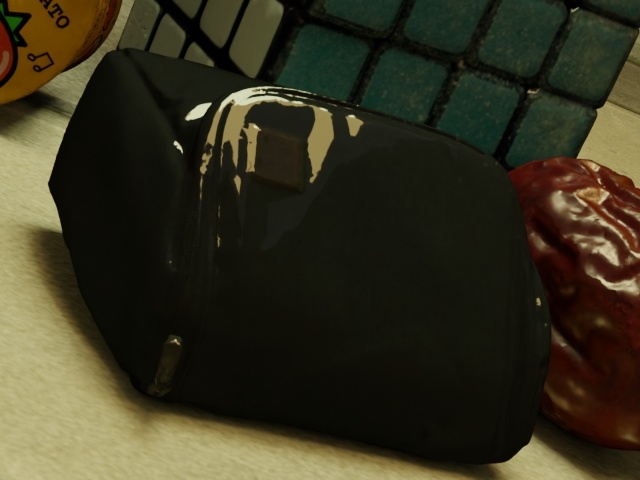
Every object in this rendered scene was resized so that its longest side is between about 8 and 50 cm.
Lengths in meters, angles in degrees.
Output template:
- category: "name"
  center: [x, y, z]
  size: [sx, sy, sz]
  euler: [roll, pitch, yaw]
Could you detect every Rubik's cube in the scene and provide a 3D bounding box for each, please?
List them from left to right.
- category: "Rubik's cube"
  center: [0.056, -0.219, 1.506]
  size: [0.344, 0.337, 0.344]
  euler: [13, 20, -30]

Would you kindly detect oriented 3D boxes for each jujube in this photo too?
- category: "jujube"
  center: [0.196, 0.042, 1.180]
  size: [0.174, 0.174, 0.250]
  euler: [14, 25, -32]

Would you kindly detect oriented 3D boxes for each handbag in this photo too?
- category: "handbag"
  center: [0.001, -0.003, 1.032]
  size: [0.302, 0.178, 0.275]
  euler: [16, 18, -26]

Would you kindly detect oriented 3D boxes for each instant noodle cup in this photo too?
- category: "instant noodle cup"
  center: [-0.257, -0.213, 1.310]
  size: [0.216, 0.215, 0.172]
  euler: [25, 7, 4]

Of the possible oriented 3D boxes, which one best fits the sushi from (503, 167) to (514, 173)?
- category: "sushi"
  center: [0.241, -0.009, 1.355]
  size: [0.193, 0.040, 0.210]
  euler: [14, -24, 29]
